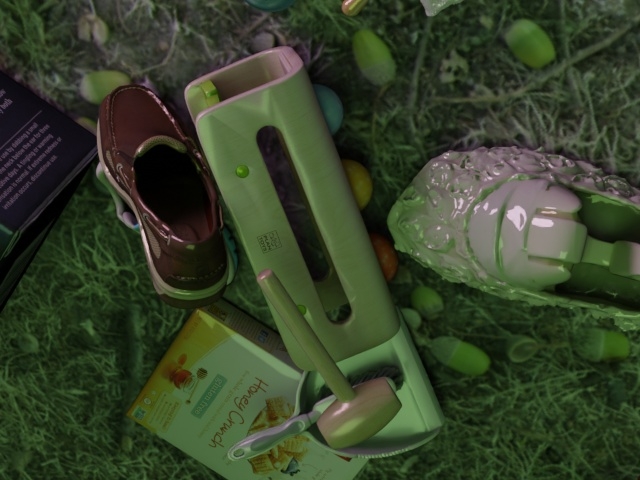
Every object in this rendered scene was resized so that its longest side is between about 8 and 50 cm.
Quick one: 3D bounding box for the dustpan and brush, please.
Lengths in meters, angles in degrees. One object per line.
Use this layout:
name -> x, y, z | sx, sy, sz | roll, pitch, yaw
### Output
dustpan and brush -> 0.006, 0.169, 1.388 | 0.211, 0.060, 0.147 | -23, 98, 4

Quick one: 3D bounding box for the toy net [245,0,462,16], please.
toy net -> 0.030, -0.256, 1.217 | 0.232, 0.045, 0.122 | 2, 116, 12

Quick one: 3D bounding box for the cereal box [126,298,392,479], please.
cereal box -> -0.063, 0.183, 1.473 | 0.240, 0.047, 0.173 | 33, 119, -3

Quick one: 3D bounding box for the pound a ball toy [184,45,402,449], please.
pound a ball toy -> 0.000, 0.000, 1.267 | 0.135, 0.208, 0.319 | -23, 111, -2

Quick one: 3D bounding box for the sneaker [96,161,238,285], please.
sneaker -> -0.158, -0.016, 1.372 | 0.071, 0.083, 0.191 | -33, 106, 26

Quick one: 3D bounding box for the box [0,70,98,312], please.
box -> -0.470, -0.064, 1.355 | 0.395, 0.212, 0.293 | 34, 121, -4

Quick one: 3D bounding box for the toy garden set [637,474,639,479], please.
toy garden set -> 0.388, 0.294, 1.416 | 0.244, 0.049, 0.204 | -1, 119, 16

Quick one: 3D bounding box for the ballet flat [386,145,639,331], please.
ballet flat -> 0.262, 0.005, 1.237 | 0.409, 0.147, 0.147 | 14, 120, 5

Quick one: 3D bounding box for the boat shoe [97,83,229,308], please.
boat shoe -> -0.138, -0.064, 1.257 | 0.095, 0.257, 0.095 | -16, 143, -18
